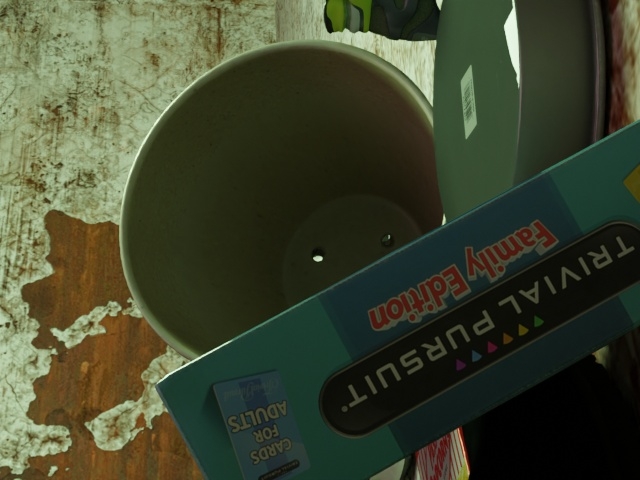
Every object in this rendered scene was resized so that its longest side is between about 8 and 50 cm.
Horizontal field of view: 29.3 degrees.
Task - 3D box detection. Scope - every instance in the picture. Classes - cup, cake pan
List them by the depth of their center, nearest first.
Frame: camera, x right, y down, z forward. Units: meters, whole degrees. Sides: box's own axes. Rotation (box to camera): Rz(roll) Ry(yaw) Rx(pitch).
[{"bbox_3d":[0.139,-0.109,0.930,0.293,0.054,0.293,179,90,-82],"label":"cake pan"},{"bbox_3d":[0.000,0.000,1.226,0.237,0.331,0.331,42,-137,-63],"label":"cup"}]

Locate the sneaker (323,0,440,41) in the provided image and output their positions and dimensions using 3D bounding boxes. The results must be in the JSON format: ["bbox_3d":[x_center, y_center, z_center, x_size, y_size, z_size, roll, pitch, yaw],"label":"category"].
[{"bbox_3d":[0.103,-0.311,1.109,0.111,0.121,0.299,88,-159,-86],"label":"sneaker"}]

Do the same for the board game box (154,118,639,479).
[{"bbox_3d":[0.047,0.049,0.655,0.079,0.254,0.336,61,172,3],"label":"board game box"}]

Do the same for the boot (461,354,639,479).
[{"bbox_3d":[0.061,0.176,0.709,0.348,0.260,0.131,-101,13,-57],"label":"boot"}]

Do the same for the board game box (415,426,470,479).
[{"bbox_3d":[0.127,0.206,1.054,0.193,0.045,0.146,-98,12,-53],"label":"board game box"}]

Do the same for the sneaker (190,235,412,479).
[{"bbox_3d":[-0.027,0.069,1.456,0.169,0.258,0.447,115,155,-74],"label":"sneaker"}]
